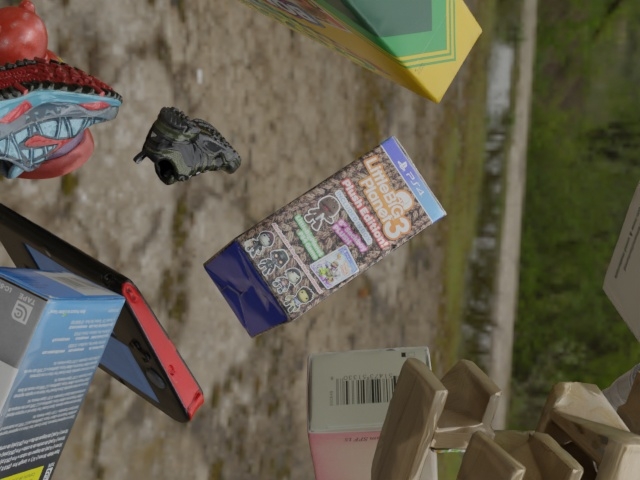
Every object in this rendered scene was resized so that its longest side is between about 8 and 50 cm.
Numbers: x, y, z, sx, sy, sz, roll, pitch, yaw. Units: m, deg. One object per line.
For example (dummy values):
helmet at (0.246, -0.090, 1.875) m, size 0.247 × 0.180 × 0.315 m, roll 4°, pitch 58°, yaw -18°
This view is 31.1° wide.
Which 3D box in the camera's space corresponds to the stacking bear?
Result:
stacking bear at (-0.493, -0.262, 1.942) m, size 0.175 × 0.164 × 0.289 m, roll -42°, pitch 140°, yaw -32°

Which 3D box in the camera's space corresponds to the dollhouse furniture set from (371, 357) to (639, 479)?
dollhouse furniture set at (0.279, 0.314, 1.057) m, size 0.394 × 0.362 × 0.257 m, roll 45°, pitch -56°, yaw 57°

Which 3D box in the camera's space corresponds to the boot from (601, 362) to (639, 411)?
boot at (0.518, 0.254, 1.624) m, size 0.123 × 0.258 × 0.095 m, roll -46°, pitch -161°, yaw 53°

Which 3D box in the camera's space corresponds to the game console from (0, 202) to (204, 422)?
game console at (-0.365, 0.119, 1.849) m, size 0.060 × 0.386 × 0.342 m, roll -47°, pitch 138°, yaw -22°

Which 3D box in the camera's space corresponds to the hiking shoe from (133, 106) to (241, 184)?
hiking shoe at (-0.223, -0.143, 1.907) m, size 0.114 × 0.086 × 0.227 m, roll -48°, pitch 149°, yaw 10°

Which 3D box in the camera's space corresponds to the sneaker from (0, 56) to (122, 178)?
sneaker at (-0.342, -0.137, 1.317) m, size 0.261 × 0.104 × 0.125 m, roll -14°, pitch 131°, yaw -52°

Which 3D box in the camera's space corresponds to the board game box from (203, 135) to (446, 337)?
board game box at (0.000, 0.000, 1.716) m, size 0.141 × 0.291 × 0.232 m, roll 56°, pitch -21°, yaw -1°

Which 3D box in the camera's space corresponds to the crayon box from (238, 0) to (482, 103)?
crayon box at (-0.046, -0.300, 1.166) m, size 0.106 × 0.363 × 0.313 m, roll -58°, pitch 154°, yaw 0°

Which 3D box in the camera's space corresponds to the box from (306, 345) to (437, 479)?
box at (0.067, 0.254, 1.398) m, size 0.127 × 0.148 × 0.232 m, roll -90°, pitch 174°, yaw -48°

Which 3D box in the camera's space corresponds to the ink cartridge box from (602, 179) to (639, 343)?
ink cartridge box at (0.269, 0.055, 0.594) m, size 0.212 × 0.154 × 0.093 m, roll -112°, pitch -159°, yaw -44°

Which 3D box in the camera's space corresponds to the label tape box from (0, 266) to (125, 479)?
label tape box at (-0.378, 0.202, 1.375) m, size 0.240 × 0.105 × 0.334 m, roll 17°, pitch 96°, yaw -78°
